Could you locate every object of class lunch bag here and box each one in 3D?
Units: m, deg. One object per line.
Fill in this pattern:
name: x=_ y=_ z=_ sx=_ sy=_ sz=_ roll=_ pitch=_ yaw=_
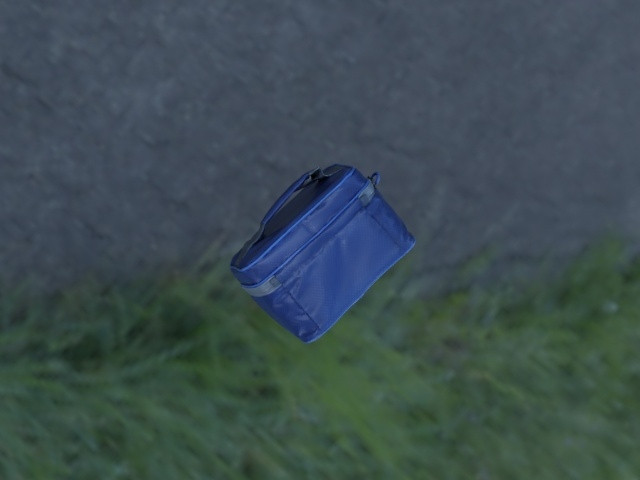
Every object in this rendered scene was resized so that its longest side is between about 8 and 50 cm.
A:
lunch bag: x=0.000 y=0.000 z=1.027 sx=0.098 sy=0.065 sz=0.067 roll=-45 pitch=-167 yaw=-7
